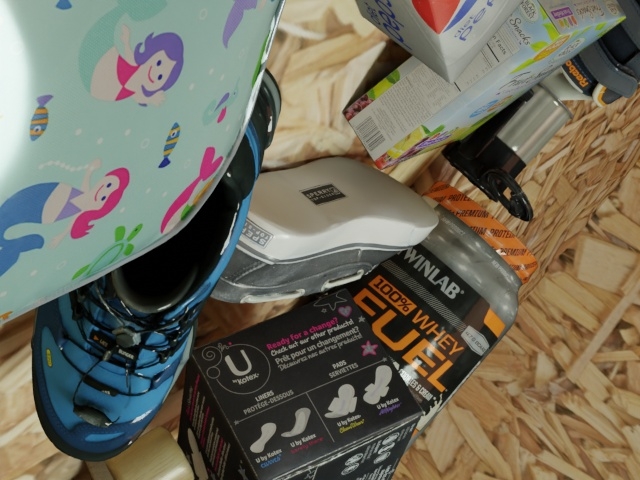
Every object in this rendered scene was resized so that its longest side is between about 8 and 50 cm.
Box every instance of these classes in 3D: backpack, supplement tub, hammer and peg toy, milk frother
[{"bbox_3d":[-0.117,-0.097,0.421,0.253,0.191,0.225,-34,148,-57],"label":"backpack"},{"bbox_3d":[0.086,0.099,1.363,0.316,0.193,0.193,-50,164,-2],"label":"supplement tub"},{"bbox_3d":[-0.153,0.333,1.134,0.127,0.266,0.361,-25,157,-17],"label":"hammer and peg toy"},{"bbox_3d":[0.228,-0.105,1.371,0.135,0.143,0.129,-48,156,5],"label":"milk frother"}]

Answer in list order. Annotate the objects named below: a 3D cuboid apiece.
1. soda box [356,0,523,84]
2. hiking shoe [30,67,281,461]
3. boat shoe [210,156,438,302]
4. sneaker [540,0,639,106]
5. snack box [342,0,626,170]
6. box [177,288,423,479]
[{"bbox_3d":[0.069,-0.209,0.811,0.091,0.098,0.286,-49,164,-2],"label":"soda box"},{"bbox_3d":[-0.120,0.024,0.748,0.132,0.113,0.304,-81,-168,-66],"label":"hiking shoe"},{"bbox_3d":[0.000,0.000,1.074,0.301,0.108,0.102,-15,142,-59],"label":"boat shoe"},{"bbox_3d":[0.338,-0.225,1.327,0.127,0.126,0.321,-32,176,-17],"label":"sneaker"},{"bbox_3d":[0.146,-0.155,1.072,0.207,0.070,0.174,-38,173,34],"label":"snack box"},{"bbox_3d":[-0.029,0.182,1.100,0.163,0.142,0.247,-21,152,-22],"label":"box"}]
